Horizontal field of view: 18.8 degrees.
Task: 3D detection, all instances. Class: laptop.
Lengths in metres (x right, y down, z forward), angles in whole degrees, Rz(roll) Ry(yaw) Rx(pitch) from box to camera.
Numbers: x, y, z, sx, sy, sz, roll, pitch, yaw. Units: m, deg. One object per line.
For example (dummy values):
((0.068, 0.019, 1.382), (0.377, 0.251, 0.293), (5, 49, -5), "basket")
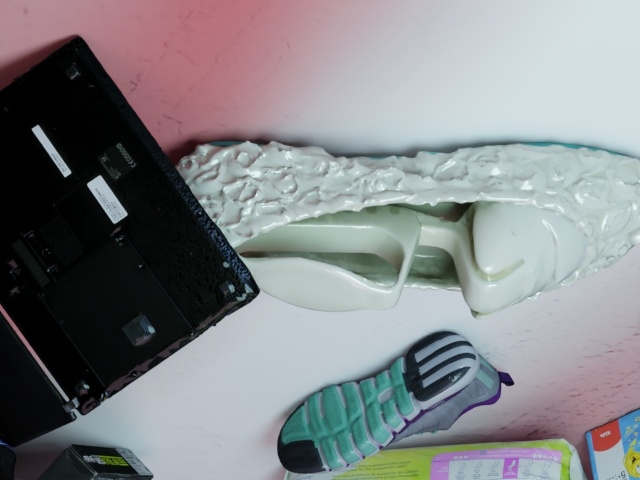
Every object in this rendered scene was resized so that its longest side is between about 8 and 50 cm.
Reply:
((-0.214, 0.011, 1.488), (0.264, 0.136, 0.234), (-35, 96, 5), "laptop")

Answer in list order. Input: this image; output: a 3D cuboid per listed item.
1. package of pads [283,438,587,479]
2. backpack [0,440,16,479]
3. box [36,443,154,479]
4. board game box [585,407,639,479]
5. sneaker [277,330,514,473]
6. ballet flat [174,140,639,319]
((0.127, 0.291, 1.883), (0.296, 0.101, 0.229), (-6, 142, 18), "package of pads")
((-0.378, 0.241, 1.791), (0.173, 0.117, 0.158), (8, 141, -16), "backpack")
((-0.249, 0.267, 1.763), (0.184, 0.045, 0.190), (-45, 167, 3), "box")
((0.469, 0.220, 1.868), (0.302, 0.086, 0.308), (-30, 135, 29), "board game box")
((0.068, 0.167, 1.771), (0.223, 0.083, 0.098), (-29, 141, 27), "sneaker")
((0.077, 0.005, 1.517), (0.409, 0.147, 0.147), (1, 142, -6), "ballet flat")
